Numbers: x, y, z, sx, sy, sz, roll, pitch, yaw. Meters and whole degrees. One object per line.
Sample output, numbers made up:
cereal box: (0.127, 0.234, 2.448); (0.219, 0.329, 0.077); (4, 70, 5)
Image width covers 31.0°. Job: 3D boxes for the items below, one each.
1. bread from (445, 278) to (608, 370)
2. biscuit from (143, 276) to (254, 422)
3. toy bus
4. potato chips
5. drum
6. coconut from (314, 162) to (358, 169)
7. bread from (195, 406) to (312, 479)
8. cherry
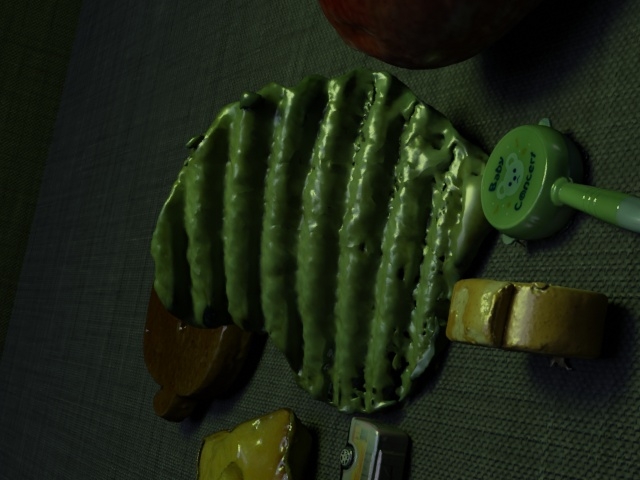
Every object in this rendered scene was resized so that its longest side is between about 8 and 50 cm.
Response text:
bread: (0.184, 0.076, 1.060); (0.149, 0.122, 0.073); (-3, 78, 64)
biscuit: (-0.189, 0.120, 1.835); (0.394, 0.070, 0.350); (23, 100, 64)
toy bus: (0.053, 0.286, 1.286); (0.072, 0.057, 0.172); (0, 78, 57)
potato chips: (0.004, -0.006, 1.325); (0.389, 0.373, 0.097); (-62, -13, 16)
drum: (0.243, -0.062, 1.096); (0.253, 0.049, 0.130); (-5, 72, 62)
coconut: (-0.064, -0.045, 1.510); (0.230, 0.227, 0.227); (-22, 57, 50)
bread: (-0.087, 0.316, 1.517); (0.233, 0.088, 0.160); (-32, 54, 51)
cherry: (0.139, -0.352, 1.223); (0.335, 0.291, 0.326); (-39, 30, 23)
